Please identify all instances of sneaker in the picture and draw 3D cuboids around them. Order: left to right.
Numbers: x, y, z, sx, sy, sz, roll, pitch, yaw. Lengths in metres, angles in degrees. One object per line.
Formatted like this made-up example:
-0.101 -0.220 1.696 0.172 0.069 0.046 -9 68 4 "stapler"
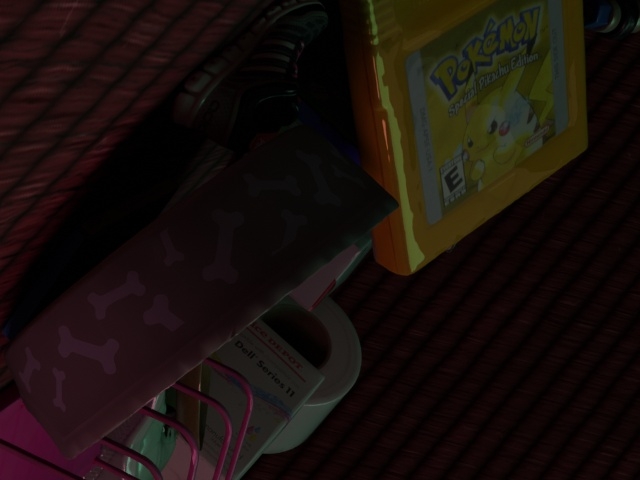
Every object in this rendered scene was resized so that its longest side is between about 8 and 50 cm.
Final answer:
-0.214 0.189 1.565 0.151 0.094 0.256 -47 154 -65 "sneaker"
-0.038 -0.124 1.035 0.170 0.075 0.063 -46 174 -37 "sneaker"

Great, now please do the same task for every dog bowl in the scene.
-0.101 0.036 1.077 0.349 0.102 0.349 -38 -179 0 "dog bowl"

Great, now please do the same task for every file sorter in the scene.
-0.210 0.234 1.313 0.291 0.182 0.202 -40 150 -61 "file sorter"

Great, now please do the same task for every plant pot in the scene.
-0.152 0.137 1.638 0.236 0.032 0.236 -176 -90 -88 "plant pot"

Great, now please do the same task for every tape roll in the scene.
-0.076 0.203 2.192 0.246 0.246 0.169 -45 174 -44 "tape roll"

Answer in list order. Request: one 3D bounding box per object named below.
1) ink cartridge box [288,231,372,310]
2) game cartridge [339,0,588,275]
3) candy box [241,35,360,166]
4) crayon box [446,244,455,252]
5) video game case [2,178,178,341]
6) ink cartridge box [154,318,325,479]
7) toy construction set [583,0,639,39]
0.000 0.000 1.994 0.128 0.127 0.176 -52 174 20 "ink cartridge box"
0.146 -0.164 1.256 0.285 0.053 0.323 -34 134 -28 "game cartridge"
0.032 -0.115 1.446 0.317 0.122 0.268 -48 175 -44 "candy box"
0.187 -0.145 1.590 0.202 0.081 0.318 -57 -176 28 "crayon box"
-0.188 0.013 1.111 0.119 0.015 0.166 -51 175 25 "video game case"
-0.138 0.205 1.869 0.119 0.207 0.353 -51 176 36 "ink cartridge box"
0.317 -0.389 1.592 0.309 0.257 0.237 -28 -151 -30 "toy construction set"
